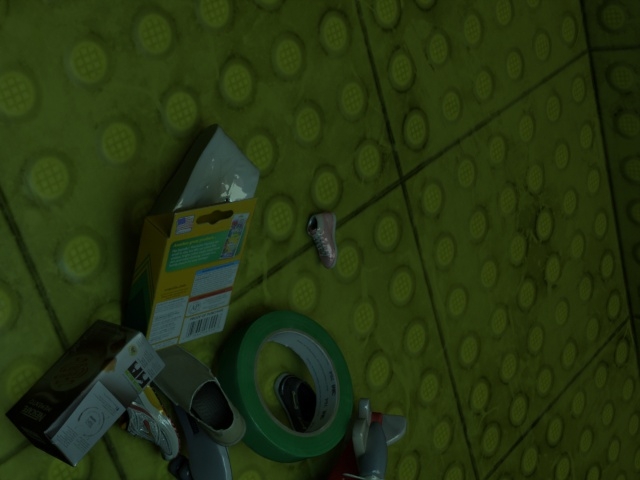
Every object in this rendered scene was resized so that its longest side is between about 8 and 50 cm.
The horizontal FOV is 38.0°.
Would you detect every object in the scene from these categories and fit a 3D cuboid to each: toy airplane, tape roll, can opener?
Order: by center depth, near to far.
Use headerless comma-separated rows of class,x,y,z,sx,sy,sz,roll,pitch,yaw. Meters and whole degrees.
can opener,-0.229,0.562,1.978,0.093,0.074,0.280,-51,127,-27
tape roll,-0.071,0.314,2.010,0.321,0.077,0.321,21,56,-35
toy airplane,0.120,0.572,2.190,0.386,0.272,0.385,-3,109,-64

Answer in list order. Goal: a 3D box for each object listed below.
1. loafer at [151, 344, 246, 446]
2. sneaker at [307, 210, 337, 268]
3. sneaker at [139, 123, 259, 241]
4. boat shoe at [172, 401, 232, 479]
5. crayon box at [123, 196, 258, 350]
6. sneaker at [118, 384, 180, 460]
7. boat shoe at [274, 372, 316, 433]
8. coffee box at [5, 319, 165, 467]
loafer,-0.246,0.287,1.820,0.268,0.092,0.102,41,68,7
sneaker,0.000,0.000,2.155,0.070,0.051,0.134,-3,94,-44
sneaker,-0.225,-0.070,1.862,0.169,0.108,0.293,43,65,-30
boat shoe,-0.228,0.394,1.901,0.088,0.096,0.268,-2,64,-56
crayon box,-0.253,0.049,1.790,0.203,0.083,0.323,-14,132,-44
sneaker,-0.350,0.352,1.835,0.092,0.088,0.225,-33,119,-15
boat shoe,-0.030,0.402,2.162,0.081,0.068,0.228,-50,127,-29
coffee box,-0.424,0.272,1.693,0.246,0.141,0.098,-50,127,-30
